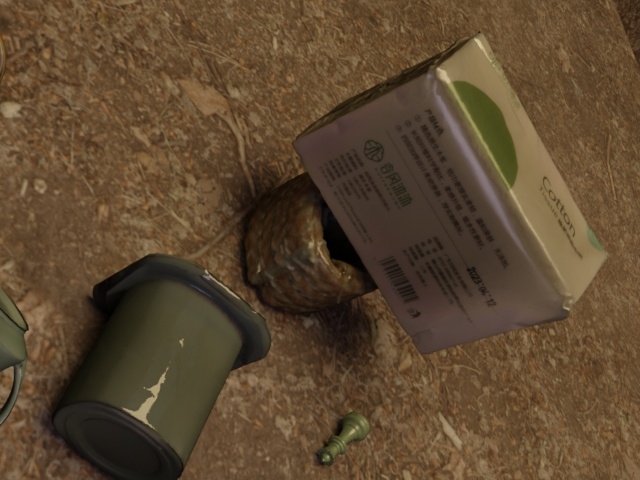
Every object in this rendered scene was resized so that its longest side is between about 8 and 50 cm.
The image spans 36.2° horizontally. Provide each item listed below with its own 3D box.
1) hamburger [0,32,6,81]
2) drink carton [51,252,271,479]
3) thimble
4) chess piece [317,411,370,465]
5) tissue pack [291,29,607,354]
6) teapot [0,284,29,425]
[{"bbox_3d":[-0.413,-0.189,1.029,0.175,0.175,0.137,47,25,-17],"label":"hamburger"},{"bbox_3d":[-0.182,0.142,1.058,0.185,0.191,0.190,48,45,-19],"label":"drink carton"},{"bbox_3d":[0.005,0.002,1.397,0.196,0.148,0.229,48,41,-20],"label":"thimble"},{"bbox_3d":[0.028,0.274,1.328,0.042,0.042,0.093,57,42,-4],"label":"chess piece"},{"bbox_3d":[0.170,-0.052,1.286,0.357,0.266,0.194,59,41,-10],"label":"tissue pack"},{"bbox_3d":[-0.368,0.087,0.921,0.232,0.159,0.159,56,36,-23],"label":"teapot"}]
